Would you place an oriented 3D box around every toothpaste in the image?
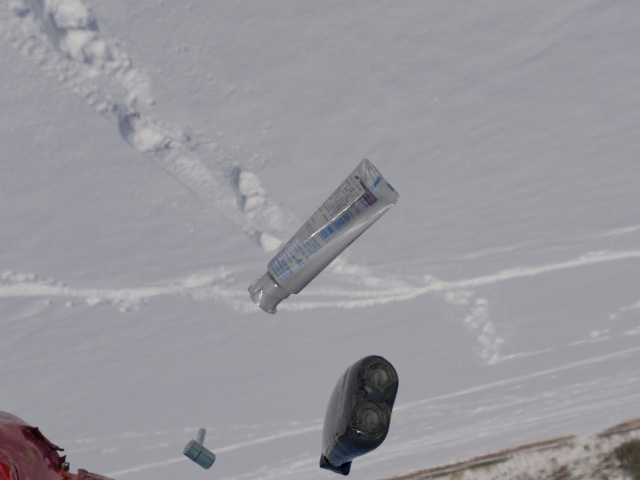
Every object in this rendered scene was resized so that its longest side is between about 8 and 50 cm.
[{"bbox_3d":[0.000,0.000,1.033,0.299,0.114,0.073,-45,138,13],"label":"toothpaste"}]

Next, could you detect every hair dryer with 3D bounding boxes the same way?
[{"bbox_3d":[-0.330,0.568,1.719,0.047,0.082,0.137,-49,-167,9],"label":"hair dryer"}]

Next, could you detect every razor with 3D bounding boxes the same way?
[{"bbox_3d":[0.070,0.388,1.358,0.114,0.204,0.349,17,148,-2],"label":"razor"}]

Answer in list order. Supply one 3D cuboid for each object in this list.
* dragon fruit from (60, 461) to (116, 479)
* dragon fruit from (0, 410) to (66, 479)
[{"bbox_3d":[-0.330,0.408,0.888,0.161,0.274,0.126,-48,162,-31],"label":"dragon fruit"},{"bbox_3d":[-0.582,0.462,0.999,0.371,0.386,0.249,-41,-168,-29],"label":"dragon fruit"}]
